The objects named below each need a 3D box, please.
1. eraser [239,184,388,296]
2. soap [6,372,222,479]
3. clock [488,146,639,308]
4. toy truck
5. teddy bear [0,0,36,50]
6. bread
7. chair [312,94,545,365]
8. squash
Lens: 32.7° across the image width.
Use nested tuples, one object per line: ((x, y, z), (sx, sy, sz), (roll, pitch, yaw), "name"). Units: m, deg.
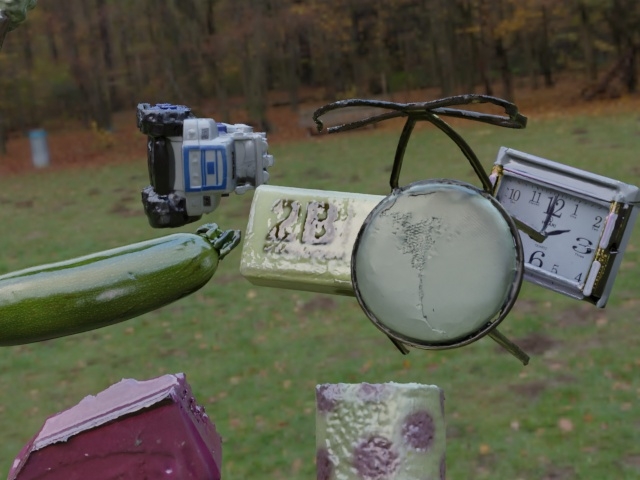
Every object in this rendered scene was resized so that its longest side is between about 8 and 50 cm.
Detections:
((0.000, 0.000, 1.267), (0.172, 0.117, 0.058), (6, -16, 17), "eraser")
((-0.299, 0.328, 1.517), (0.324, 0.220, 0.127), (-21, 14, 8), "soap")
((0.348, -0.023, 1.642), (0.253, 0.187, 0.083), (23, 8, 37), "clock")
((-0.155, -0.107, 1.469), (0.176, 0.161, 0.213), (-3, 10, -12), "toy truck")
((-0.293, -0.338, 1.075), (0.327, 0.362, 0.375), (10, 24, 21), "teddy bear")
((0.083, 0.367, 1.518), (0.187, 0.339, 0.155), (-7, -13, 26), "bread")
((0.097, 0.007, 0.914), (0.159, 0.170, 0.325), (4, -12, 17), "chair")
((-0.219, 0.049, 0.978), (0.318, 0.071, 0.080), (-16, -12, -7), "squash")
